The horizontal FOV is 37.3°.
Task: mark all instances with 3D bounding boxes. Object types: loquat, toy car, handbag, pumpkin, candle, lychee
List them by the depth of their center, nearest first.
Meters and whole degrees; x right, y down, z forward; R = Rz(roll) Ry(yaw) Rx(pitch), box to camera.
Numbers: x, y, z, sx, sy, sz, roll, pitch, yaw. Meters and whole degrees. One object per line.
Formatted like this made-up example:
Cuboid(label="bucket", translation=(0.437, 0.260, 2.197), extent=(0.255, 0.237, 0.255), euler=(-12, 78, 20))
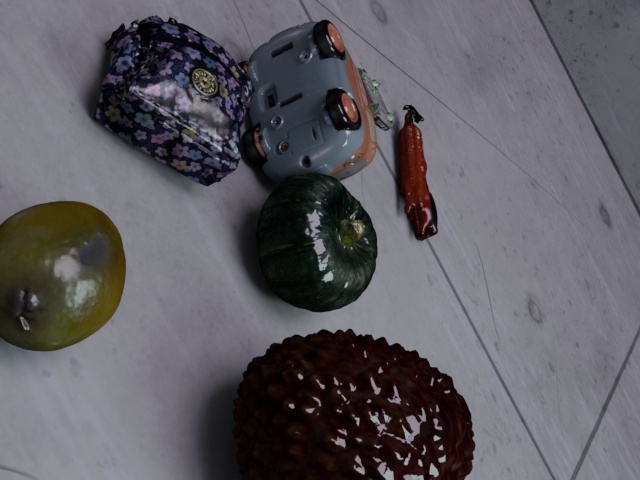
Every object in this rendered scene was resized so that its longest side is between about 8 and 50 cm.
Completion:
Cuboid(label="loquat", translation=(-0.281, 0.033, 1.014), extent=(0.152, 0.152, 0.195), euler=(55, 26, -14))
Cuboid(label="lychee", translation=(0.040, 0.260, 1.180), extent=(0.330, 0.306, 0.306), euler=(43, 30, 14))
Cuboid(label="handbag", translation=(-0.188, -0.202, 1.307), extent=(0.229, 0.127, 0.207), euler=(29, 47, -30))
Cuboid(label="pumpkin", translation=(-0.001, 0.002, 1.397), extent=(0.212, 0.152, 0.211), euler=(6, 83, -61))
Cuboid(label="toy car", translation=(-0.004, -0.204, 1.527), extent=(0.212, 0.181, 0.270), euler=(27, 47, -55))
Cuboid(label="toy car", translation=(0.093, -0.264, 1.799), extent=(0.069, 0.055, 0.142), euler=(24, 39, -55))
Cuboid(label="candle", translation=(0.185, -0.139, 1.839), extent=(0.084, 0.059, 0.301), euler=(40, 41, -51))
